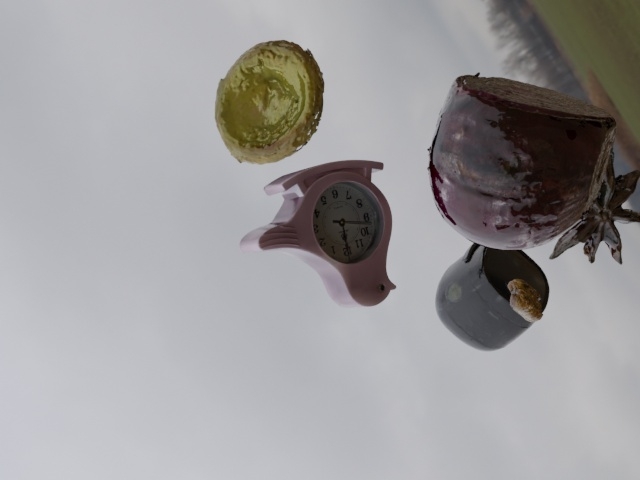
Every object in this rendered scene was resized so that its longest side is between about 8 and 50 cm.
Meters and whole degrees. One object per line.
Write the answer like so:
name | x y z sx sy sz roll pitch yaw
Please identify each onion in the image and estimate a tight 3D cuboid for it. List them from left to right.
onion | 0.312 -0.114 1.361 0.336 0.282 0.260 -49 -31 -69

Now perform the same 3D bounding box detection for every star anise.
star anise | 0.623 -0.059 1.935 0.288 0.288 0.088 52 175 -14

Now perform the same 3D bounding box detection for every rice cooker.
rice cooker | 0.430 0.139 2.170 0.267 0.224 0.267 20 -134 -22

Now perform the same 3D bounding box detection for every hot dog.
hot dog | 0.426 0.124 1.780 0.165 0.045 0.071 33 -126 -59

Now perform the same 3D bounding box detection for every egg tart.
egg tart | -0.111 -0.321 2.049 0.120 0.315 0.315 17 -136 -60

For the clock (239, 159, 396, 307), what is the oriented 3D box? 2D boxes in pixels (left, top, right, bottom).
clock | 0.000 0.000 1.560 0.290 0.080 0.275 -11 -88 -29
